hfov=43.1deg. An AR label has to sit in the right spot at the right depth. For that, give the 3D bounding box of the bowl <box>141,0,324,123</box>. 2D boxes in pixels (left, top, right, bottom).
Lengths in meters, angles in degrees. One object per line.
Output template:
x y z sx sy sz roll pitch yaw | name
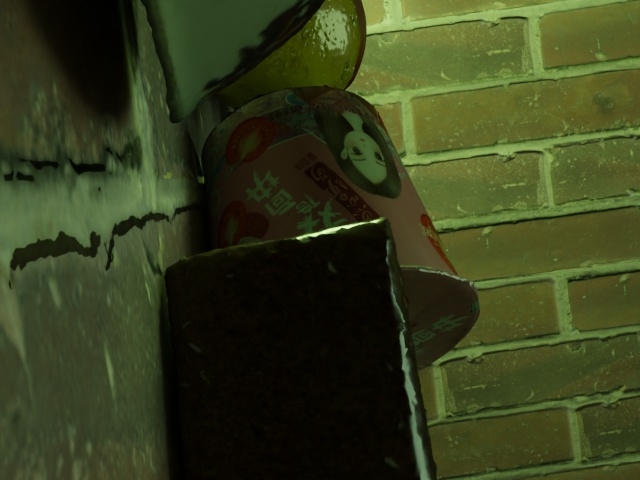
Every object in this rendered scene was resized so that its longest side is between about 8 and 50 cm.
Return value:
-0.043 -0.246 0.438 0.337 0.157 0.337 167 -90 -82 | bowl

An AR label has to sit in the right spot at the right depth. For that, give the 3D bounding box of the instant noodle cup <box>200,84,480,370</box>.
0.000 0.000 0.763 0.243 0.243 0.231 83 -7 -59 | instant noodle cup

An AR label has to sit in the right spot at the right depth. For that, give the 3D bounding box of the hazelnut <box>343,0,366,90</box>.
-0.041 -0.272 1.020 0.176 0.214 0.214 -8 90 -67 | hazelnut

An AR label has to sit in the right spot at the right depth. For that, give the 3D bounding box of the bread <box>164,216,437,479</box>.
0.001 0.198 0.501 0.113 0.165 0.416 79 4 -71 | bread

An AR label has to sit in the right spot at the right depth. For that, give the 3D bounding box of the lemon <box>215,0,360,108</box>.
-0.045 -0.214 0.849 0.173 0.206 0.173 33 -47 43 | lemon
